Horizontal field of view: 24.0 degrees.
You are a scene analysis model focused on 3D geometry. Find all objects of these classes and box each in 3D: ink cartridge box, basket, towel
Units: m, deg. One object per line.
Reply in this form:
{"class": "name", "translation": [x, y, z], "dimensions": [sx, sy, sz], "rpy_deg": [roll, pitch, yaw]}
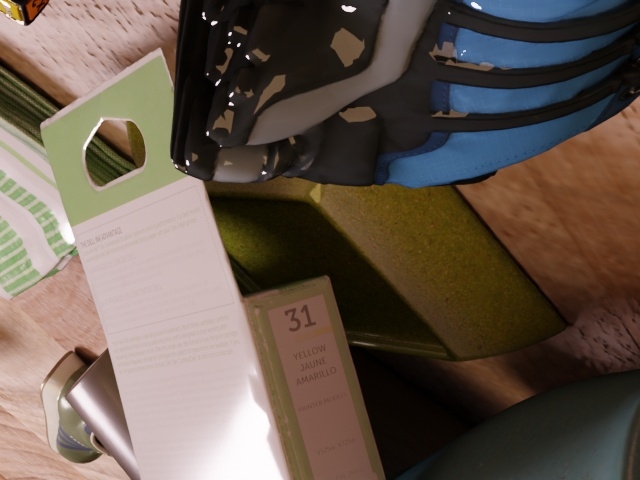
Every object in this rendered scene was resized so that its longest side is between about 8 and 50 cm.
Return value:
{"class": "ink cartridge box", "translation": [-0.057, 0.034, 0.737], "dimensions": [0.171, 0.056, 0.235], "rpy_deg": [-17, 88, 59]}
{"class": "basket", "translation": [-0.028, 0.123, 0.894], "dimensions": [0.227, 0.204, 0.154], "rpy_deg": [42, 141, -3]}
{"class": "towel", "translation": [-0.251, -0.059, 0.974], "dimensions": [0.248, 0.038, 0.325], "rpy_deg": [38, 157, -13]}

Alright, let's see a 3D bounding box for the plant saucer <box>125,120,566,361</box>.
{"class": "plant saucer", "translation": [0.000, 0.000, 0.759], "dimensions": [0.188, 0.045, 0.188], "rpy_deg": [5, 146, 49]}

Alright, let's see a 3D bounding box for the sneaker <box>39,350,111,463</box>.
{"class": "sneaker", "translation": [-0.196, 0.171, 1.350], "dimensions": [0.086, 0.064, 0.192], "rpy_deg": [31, 156, 14]}

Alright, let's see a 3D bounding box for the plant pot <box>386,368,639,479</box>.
{"class": "plant pot", "translation": [0.155, 0.176, 0.671], "dimensions": [0.272, 0.271, 0.255], "rpy_deg": [33, 144, -2]}

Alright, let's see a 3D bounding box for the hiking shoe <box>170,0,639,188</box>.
{"class": "hiking shoe", "translation": [0.065, -0.096, 0.435], "dimensions": [0.132, 0.113, 0.304], "rpy_deg": [8, 162, -26]}

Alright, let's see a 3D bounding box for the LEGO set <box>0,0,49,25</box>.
{"class": "LEGO set", "translation": [-0.219, -0.182, 0.648], "dimensions": [0.182, 0.060, 0.244], "rpy_deg": [19, 156, 37]}
